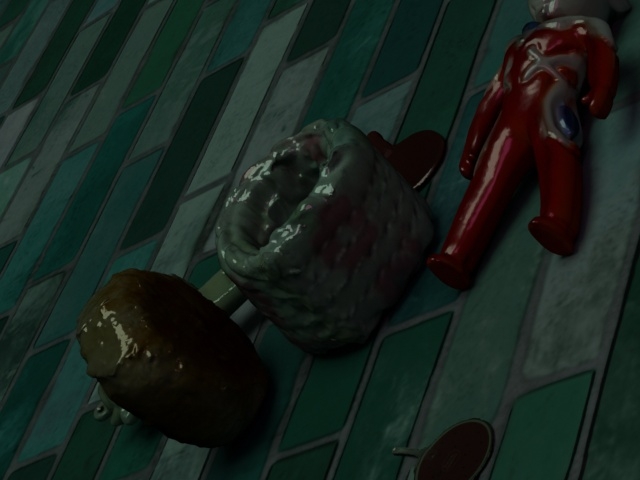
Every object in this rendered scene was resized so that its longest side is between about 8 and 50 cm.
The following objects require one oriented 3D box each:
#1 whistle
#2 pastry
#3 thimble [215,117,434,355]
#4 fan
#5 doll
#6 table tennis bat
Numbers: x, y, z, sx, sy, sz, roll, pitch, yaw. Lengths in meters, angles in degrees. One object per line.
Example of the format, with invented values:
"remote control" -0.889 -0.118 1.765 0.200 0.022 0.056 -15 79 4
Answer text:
"whistle" -0.144 0.098 2.060 0.253 0.106 0.102 -42 65 7
"pastry" -0.140 0.111 1.913 0.093 0.192 0.182 -47 18 20
"thimble" 0.000 0.000 1.910 0.185 0.149 0.211 -30 28 29
"fan" 0.095 0.179 1.651 0.085 0.005 0.133 -56 26 -17
"doll" 0.207 -0.132 1.853 0.188 0.099 0.384 -23 36 43
"table tennis bat" 0.079 -0.083 2.069 0.098 0.019 0.155 -47 26 1
